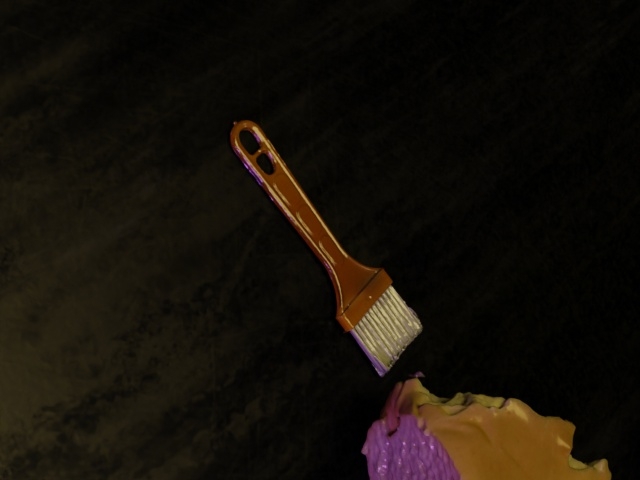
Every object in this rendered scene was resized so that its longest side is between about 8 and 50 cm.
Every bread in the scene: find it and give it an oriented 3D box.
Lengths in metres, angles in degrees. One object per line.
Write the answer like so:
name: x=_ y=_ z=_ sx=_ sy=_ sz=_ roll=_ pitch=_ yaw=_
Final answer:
bread: x=0.165 y=0.226 z=1.526 sx=0.224 sy=0.183 sz=0.211 roll=-15 pitch=83 yaw=-40

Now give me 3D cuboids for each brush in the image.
brush: x=0.000 y=0.000 z=1.554 sx=0.314 sy=0.017 sz=0.090 roll=54 pitch=51 yaw=-14
